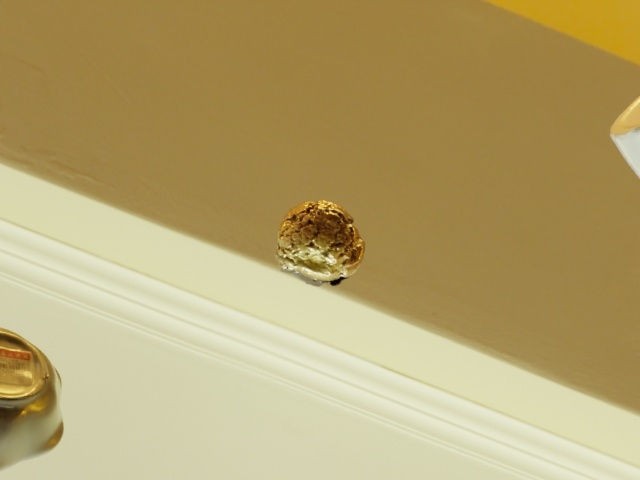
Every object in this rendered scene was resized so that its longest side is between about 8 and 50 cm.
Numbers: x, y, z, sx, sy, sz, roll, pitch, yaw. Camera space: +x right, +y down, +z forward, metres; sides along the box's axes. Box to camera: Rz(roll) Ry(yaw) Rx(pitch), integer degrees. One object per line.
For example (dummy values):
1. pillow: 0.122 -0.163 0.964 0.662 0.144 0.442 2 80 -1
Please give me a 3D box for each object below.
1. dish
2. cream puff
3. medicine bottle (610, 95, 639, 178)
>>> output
1. dish: -0.411 0.175 0.803 0.229 0.229 0.081 44 -68 4
2. cream puff: 0.000 0.000 0.885 0.133 0.104 0.119 10 -126 -37
3. medicine bottle: 0.287 0.003 0.342 0.152 0.152 0.254 -38 -88 -14
